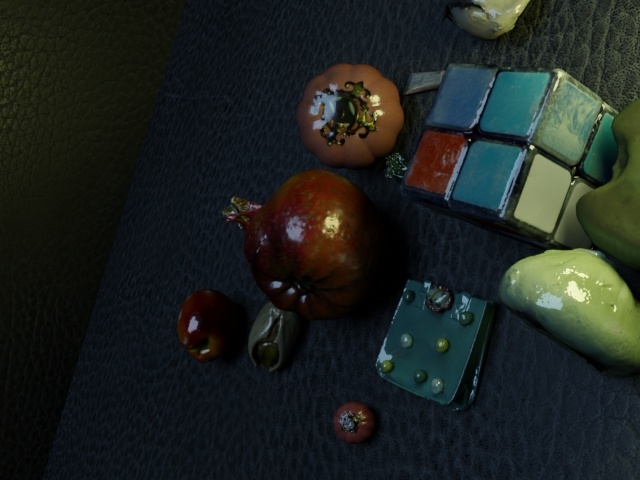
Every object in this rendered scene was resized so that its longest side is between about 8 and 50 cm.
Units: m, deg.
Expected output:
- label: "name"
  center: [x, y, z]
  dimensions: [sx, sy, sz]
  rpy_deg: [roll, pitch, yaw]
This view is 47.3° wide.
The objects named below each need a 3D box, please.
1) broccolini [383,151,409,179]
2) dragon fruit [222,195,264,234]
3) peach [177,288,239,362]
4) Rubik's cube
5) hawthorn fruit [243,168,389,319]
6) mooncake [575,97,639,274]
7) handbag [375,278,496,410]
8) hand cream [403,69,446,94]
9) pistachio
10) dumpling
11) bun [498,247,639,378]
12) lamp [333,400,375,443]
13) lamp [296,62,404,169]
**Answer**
- label: "broccolini"
  center: [0.252, -0.172, 1.967]
  dimensions: [0.201, 0.058, 0.074]
  rpy_deg: [33, 116, 36]
- label: "dragon fruit"
  center: [-0.226, -0.063, 2.385]
  dimensions: [0.262, 0.211, 0.134]
  rpy_deg: [12, 78, 58]
- label: "peach"
  center: [-0.369, 0.280, 2.424]
  dimensions: [0.243, 0.199, 0.243]
  rpy_deg: [3, -90, -90]
- label: "Rubik's cube"
  center: [0.413, -0.168, 1.526]
  dimensions: [0.316, 0.313, 0.318]
  rpy_deg: [22, 92, 52]
- label: "hawthorn fruit"
  center: [0.000, 0.000, 1.957]
  dimensions: [0.403, 0.403, 0.403]
  rpy_deg: [-24, 58, 44]
- label: "mooncake"
  center: [0.651, -0.096, 1.308]
  dimensions: [0.351, 0.187, 0.351]
  rpy_deg: [-30, 50, 43]
- label: "handbag"
  center: [0.262, 0.238, 1.724]
  dimensions: [0.268, 0.100, 0.274]
  rpy_deg: [16, 89, 54]
- label: "hand cream"
  center: [0.302, -0.437, 2.007]
  dimensions: [0.209, 0.043, 0.067]
  rpy_deg: [11, 82, 58]
- label: "pistachio"
  center: [-0.137, 0.279, 2.186]
  dimensions: [0.137, 0.153, 0.238]
  rpy_deg: [22, 97, 13]
- label: "dumpling"
  center: [0.419, -0.620, 1.839]
  dimensions: [0.204, 0.163, 0.293]
  rpy_deg: [-67, 25, 13]
- label: "bun"
  center: [0.487, 0.114, 1.360]
  dimensions: [0.187, 0.293, 0.293]
  rpy_deg: [-52, 39, 2]
- label: "lamp"
  center: [0.085, 0.463, 1.859]
  dimensions: [0.107, 0.092, 0.107]
  rpy_deg: [-3, 81, 19]
- label: "lamp"
  center: [0.085, -0.348, 2.074]
  dimensions: [0.305, 0.239, 0.305]
  rpy_deg: [0, 92, 9]
